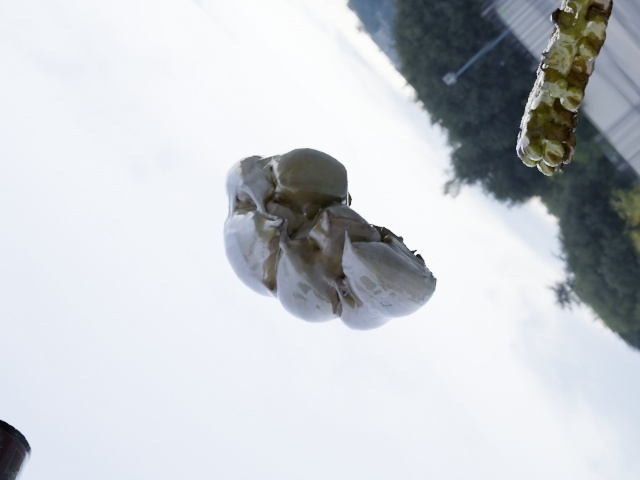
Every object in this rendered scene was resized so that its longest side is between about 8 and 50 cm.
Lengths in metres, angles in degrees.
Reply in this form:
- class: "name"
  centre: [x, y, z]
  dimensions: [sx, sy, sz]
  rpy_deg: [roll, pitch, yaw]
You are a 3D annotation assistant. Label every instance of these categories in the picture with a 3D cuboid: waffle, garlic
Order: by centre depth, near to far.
- class: "waffle"
  centre: [0.218, -0.171, 0.771]
  dimensions: [0.051, 0.231, 0.229]
  rpy_deg: [17, -171, 11]
- class: "garlic"
  centre: [-0.015, 0.007, 1.062]
  dimensions: [0.281, 0.185, 0.203]
  rpy_deg: [52, -168, 15]

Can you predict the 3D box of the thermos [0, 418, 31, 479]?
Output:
- class: "thermos"
  centre: [-0.415, 0.329, 0.893]
  dimensions: [0.136, 0.109, 0.330]
  rpy_deg: [32, -140, -18]
